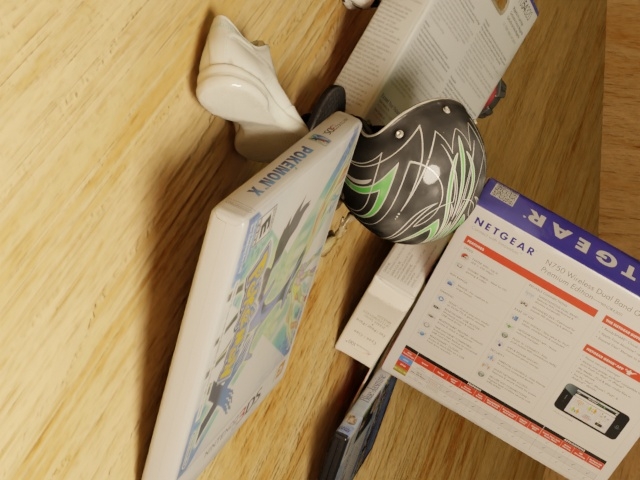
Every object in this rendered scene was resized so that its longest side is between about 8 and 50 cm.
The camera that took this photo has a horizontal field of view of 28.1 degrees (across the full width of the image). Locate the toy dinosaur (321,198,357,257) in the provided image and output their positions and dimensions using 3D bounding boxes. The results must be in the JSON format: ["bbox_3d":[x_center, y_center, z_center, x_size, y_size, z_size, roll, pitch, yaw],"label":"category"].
[{"bbox_3d":[0.000,0.000,1.471,0.092,0.053,0.183,-61,167,13],"label":"toy dinosaur"}]

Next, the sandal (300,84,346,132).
[{"bbox_3d":[-0.024,-0.098,1.426,0.179,0.040,0.067,-64,153,-6],"label":"sandal"}]

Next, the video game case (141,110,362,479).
[{"bbox_3d":[-0.064,0.064,1.235,0.300,0.036,0.329,-45,156,-60],"label":"video game case"}]

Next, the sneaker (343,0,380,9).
[{"bbox_3d":[0.041,-0.298,1.506,0.109,0.044,0.040,7,94,-69],"label":"sneaker"}]

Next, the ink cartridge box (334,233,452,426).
[{"bbox_3d":[0.098,0.085,1.800,0.261,0.066,0.296,-63,174,35],"label":"ink cartridge box"}]

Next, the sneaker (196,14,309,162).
[{"bbox_3d":[-0.059,-0.146,1.250,0.212,0.080,0.094,52,32,-66],"label":"sneaker"}]

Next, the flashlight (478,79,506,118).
[{"bbox_3d":[0.191,-0.248,1.884,0.103,0.103,0.304,-50,160,11],"label":"flashlight"}]

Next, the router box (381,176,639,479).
[{"bbox_3d":[0.289,0.128,1.650,0.082,0.335,0.301,-50,168,-54],"label":"router box"}]

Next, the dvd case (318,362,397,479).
[{"bbox_3d":[0.046,0.272,1.725,0.253,0.022,0.180,-46,157,-60],"label":"dvd case"}]

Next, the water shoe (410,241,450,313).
[{"bbox_3d":[0.197,0.066,2.047,0.073,0.080,0.203,-2,100,-71],"label":"water shoe"}]

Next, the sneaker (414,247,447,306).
[{"bbox_3d":[0.194,0.076,1.841,0.252,0.103,0.111,-55,179,5],"label":"sneaker"}]

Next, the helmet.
[{"bbox_3d":[0.103,-0.079,1.406,0.169,0.161,0.169,-12,111,-34],"label":"helmet"}]

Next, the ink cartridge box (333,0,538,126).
[{"bbox_3d":[0.138,-0.217,1.611,0.330,0.071,0.324,-60,156,-2],"label":"ink cartridge box"}]
